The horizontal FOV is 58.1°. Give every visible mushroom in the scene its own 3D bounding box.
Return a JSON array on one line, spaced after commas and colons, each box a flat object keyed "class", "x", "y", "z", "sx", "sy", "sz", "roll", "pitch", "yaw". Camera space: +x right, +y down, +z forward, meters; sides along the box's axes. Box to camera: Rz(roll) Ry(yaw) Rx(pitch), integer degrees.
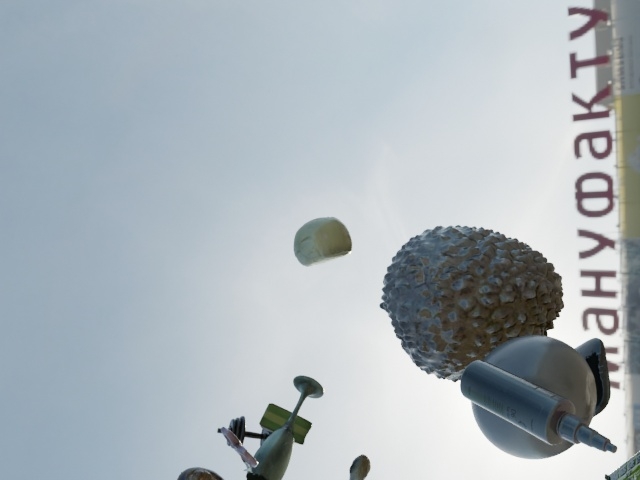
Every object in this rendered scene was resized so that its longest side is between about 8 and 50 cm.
[{"class": "mushroom", "x": -0.237, "y": 0.515, "z": 1.169, "sx": 0.085, "sy": 0.126, "sz": 0.109, "roll": -43, "pitch": -43, "yaw": -6}]

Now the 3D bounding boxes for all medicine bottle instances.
[{"class": "medicine bottle", "x": 0.258, "y": 0.204, "z": 0.690, "sx": 0.057, "sy": 0.199, "sz": 0.058, "roll": -9, "pitch": -74, "yaw": -32}]

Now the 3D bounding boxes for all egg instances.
[{"class": "egg", "x": 0.325, "y": 0.236, "z": 0.882, "sx": 0.176, "sy": 0.176, "sz": 0.232, "roll": -51, "pitch": -18, "yaw": -36}]

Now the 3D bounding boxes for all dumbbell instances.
[{"class": "dumbbell", "x": -0.196, "y": 0.565, "z": 1.671, "sx": 0.208, "sy": 0.099, "sz": 0.099, "roll": 14, "pitch": -101, "yaw": -16}]

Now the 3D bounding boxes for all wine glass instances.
[{"class": "wine glass", "x": -0.164, "y": 0.515, "z": 1.583, "sx": 0.310, "sy": 0.264, "sz": 0.096, "roll": -58, "pitch": -45, "yaw": -43}]

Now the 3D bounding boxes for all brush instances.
[{"class": "brush", "x": 0.042, "y": 0.566, "z": 1.197, "sx": 0.042, "sy": 0.039, "sz": 0.299, "roll": -26, "pitch": -42, "yaw": -66}]

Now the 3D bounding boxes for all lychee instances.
[{"class": "lychee", "x": 0.334, "y": 0.141, "z": 1.330, "sx": 0.380, "sy": 0.431, "sz": 0.381, "roll": 16, "pitch": -110, "yaw": -53}]

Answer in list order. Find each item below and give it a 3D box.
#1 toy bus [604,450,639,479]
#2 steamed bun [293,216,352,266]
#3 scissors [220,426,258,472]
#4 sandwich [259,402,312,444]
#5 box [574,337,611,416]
[{"class": "toy bus", "x": 0.516, "y": 0.365, "z": 0.871, "sx": 0.175, "sy": 0.088, "sz": 0.101, "roll": -58, "pitch": -13, "yaw": 29}, {"class": "steamed bun", "x": 0.000, "y": 0.000, "z": 1.157, "sx": 0.112, "sy": 0.130, "sz": 0.091, "roll": -15, "pitch": -94, "yaw": -18}, {"class": "scissors", "x": -0.167, "y": 0.473, "z": 1.250, "sx": 0.021, "sy": 0.110, "sz": 0.212, "roll": -38, "pitch": -30, "yaw": -25}, {"class": "sandwich", "x": -0.095, "y": 0.508, "z": 1.596, "sx": 0.074, "sy": 0.116, "sz": 0.074, "roll": -64, "pitch": -37, "yaw": -26}, {"class": "box", "x": 0.562, "y": 0.321, "z": 1.280, "sx": 0.042, "sy": 0.201, "sz": 0.213, "roll": 29, "pitch": -137, "yaw": -2}]
